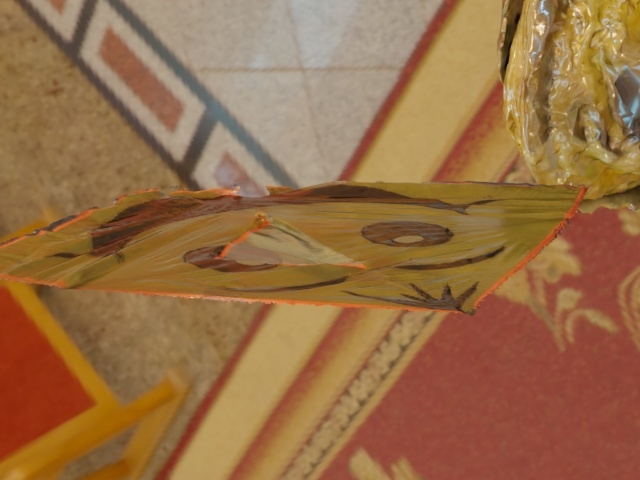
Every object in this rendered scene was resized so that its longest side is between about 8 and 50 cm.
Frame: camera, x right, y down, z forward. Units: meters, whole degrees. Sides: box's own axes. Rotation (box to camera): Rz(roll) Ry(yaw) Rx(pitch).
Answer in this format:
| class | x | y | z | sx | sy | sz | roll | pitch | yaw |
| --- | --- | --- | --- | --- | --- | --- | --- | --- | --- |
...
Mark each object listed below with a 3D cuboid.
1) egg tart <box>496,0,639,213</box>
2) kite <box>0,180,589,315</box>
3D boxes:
| class | x | y | z | sx | sy | sz | roll | pitch | yaw |
| --- | --- | --- | --- | --- | --- | --- | --- | --- | --- |
| egg tart | 0.263 | -0.147 | 1.031 | 0.132 | 0.297 | 0.297 | 11 | 120 | 43 |
| kite | 0.000 | -0.002 | 0.699 | 0.327 | 0.378 | 0.013 | -153 | 60 | -66 |
